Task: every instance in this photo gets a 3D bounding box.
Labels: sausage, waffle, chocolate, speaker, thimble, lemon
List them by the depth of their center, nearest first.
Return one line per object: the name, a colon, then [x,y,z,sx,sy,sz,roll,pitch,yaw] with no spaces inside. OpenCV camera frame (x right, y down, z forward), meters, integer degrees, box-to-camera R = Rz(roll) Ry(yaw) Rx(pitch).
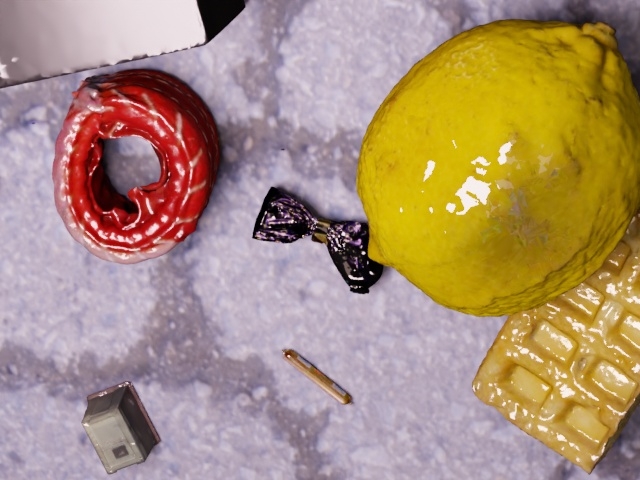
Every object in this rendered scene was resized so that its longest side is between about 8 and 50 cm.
lemon: [0.178,-0.073,1.425,0.268,0.268,0.322,45,116,-10]
speaker: [-0.231,-0.287,1.438,0.254,0.184,0.232,-11,108,13]
thimble: [-0.190,-0.077,1.537,0.163,0.125,0.189,1,109,3]
waffle: [0.286,0.089,1.548,0.168,0.057,0.274,34,112,22]
chocolate: [0.001,-0.003,1.584,0.147,0.070,0.072,26,100,-14]
sausage: [-0.004,0.153,1.655,0.100,0.015,0.015,38,109,-8]

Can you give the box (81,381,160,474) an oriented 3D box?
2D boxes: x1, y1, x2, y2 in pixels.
box: [-0.229,0.214,1.676,0.060,0.063,0.084,-20,105,13]
